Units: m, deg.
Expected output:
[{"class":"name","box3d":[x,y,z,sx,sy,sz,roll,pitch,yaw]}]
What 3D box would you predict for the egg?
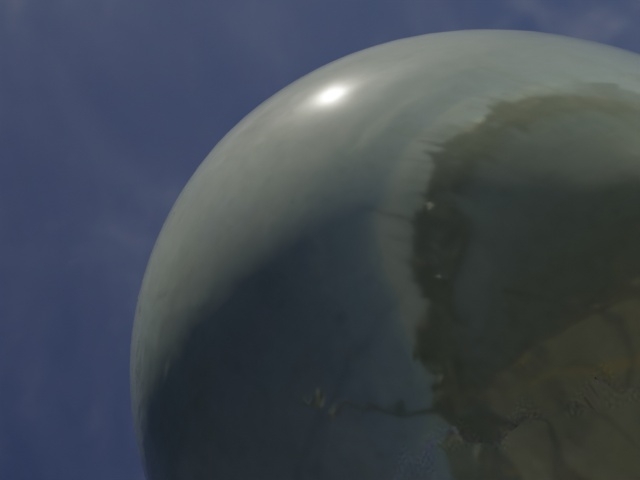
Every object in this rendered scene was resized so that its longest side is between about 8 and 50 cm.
[{"class":"egg","box3d":[0.054,0.041,0.398,0.151,0.209,0.151,-28,-47,-34]}]
